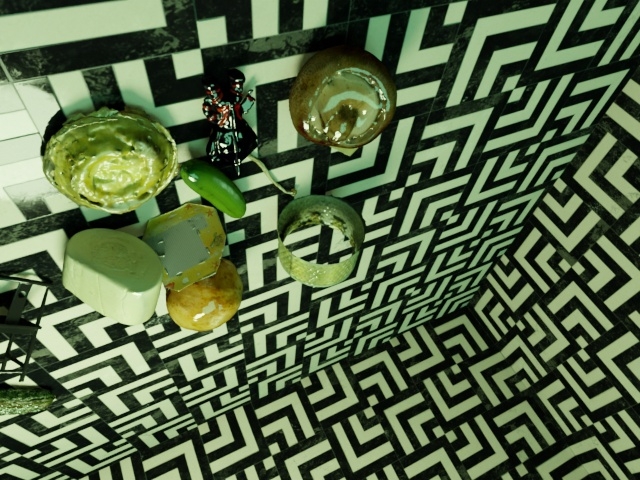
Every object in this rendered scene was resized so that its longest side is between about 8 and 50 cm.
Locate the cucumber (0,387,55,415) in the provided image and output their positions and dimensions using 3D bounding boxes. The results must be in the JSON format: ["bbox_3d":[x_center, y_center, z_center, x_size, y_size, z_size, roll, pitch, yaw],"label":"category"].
[{"bbox_3d":[-1.024,0.518,1.450,0.096,0.096,0.359,-36,151,9],"label":"cucumber"}]

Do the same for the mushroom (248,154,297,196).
[{"bbox_3d":[-0.142,-0.182,1.246,0.028,0.026,0.286,-51,146,3],"label":"mushroom"}]

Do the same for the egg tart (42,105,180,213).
[{"bbox_3d":[-0.434,-0.151,0.963,0.278,0.095,0.279,-21,149,-13],"label":"egg tart"}]

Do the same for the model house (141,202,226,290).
[{"bbox_3d":[-0.360,0.011,1.259,0.219,0.208,0.136,-30,-177,-7],"label":"model house"}]

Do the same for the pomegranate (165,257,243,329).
[{"bbox_3d":[-0.350,0.161,1.379,0.248,0.248,0.248,-22,149,-14],"label":"pomegranate"}]

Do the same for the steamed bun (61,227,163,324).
[{"bbox_3d":[-0.512,0.086,1.139,0.155,0.250,0.200,-55,175,-47],"label":"steamed bun"}]

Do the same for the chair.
[{"bbox_3d":[-0.814,0.215,1.148,0.154,0.141,0.260,24,76,-55],"label":"chair"}]

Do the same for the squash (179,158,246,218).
[{"bbox_3d":[-0.263,-0.132,1.143,0.082,0.082,0.292,-33,158,4],"label":"squash"}]

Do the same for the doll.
[{"bbox_3d":[-0.203,-0.258,1.024,0.126,0.088,0.249,-5,137,-2],"label":"doll"}]

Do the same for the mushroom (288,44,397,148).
[{"bbox_3d":[0.050,-0.324,1.047,0.252,0.153,0.253,-8,130,-9],"label":"mushroom"}]

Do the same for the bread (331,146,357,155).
[{"bbox_3d":[0.093,-0.318,1.205,0.178,0.060,0.139,-44,147,23],"label":"bread"}]

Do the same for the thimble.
[{"bbox_3d":[0.000,0.000,1.397,0.270,0.271,0.150,-19,149,-19],"label":"thimble"}]
